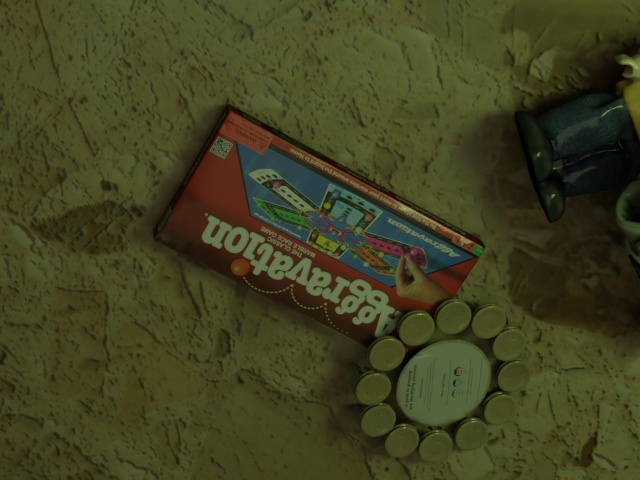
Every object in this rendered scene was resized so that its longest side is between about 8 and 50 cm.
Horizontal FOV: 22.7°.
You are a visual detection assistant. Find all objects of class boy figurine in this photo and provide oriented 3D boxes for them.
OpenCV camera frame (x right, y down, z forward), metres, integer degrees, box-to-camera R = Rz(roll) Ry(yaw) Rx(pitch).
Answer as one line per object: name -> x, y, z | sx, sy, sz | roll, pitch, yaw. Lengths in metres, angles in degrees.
boy figurine -> 0.328, -0.102, 1.465 | 0.285, 0.092, 0.177 | -16, 121, 3

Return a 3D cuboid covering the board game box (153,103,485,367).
board game box -> 0.000, 0.000, 1.501 | 0.281, 0.027, 0.145 | 27, 106, -16

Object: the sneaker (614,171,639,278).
sneaker -> 0.326, -0.007, 1.437 | 0.146, 0.122, 0.330 | 6, 146, -4

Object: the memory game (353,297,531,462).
memory game -> 0.120, 0.138, 1.557 | 0.186, 0.012, 0.186 | -8, 119, -15
